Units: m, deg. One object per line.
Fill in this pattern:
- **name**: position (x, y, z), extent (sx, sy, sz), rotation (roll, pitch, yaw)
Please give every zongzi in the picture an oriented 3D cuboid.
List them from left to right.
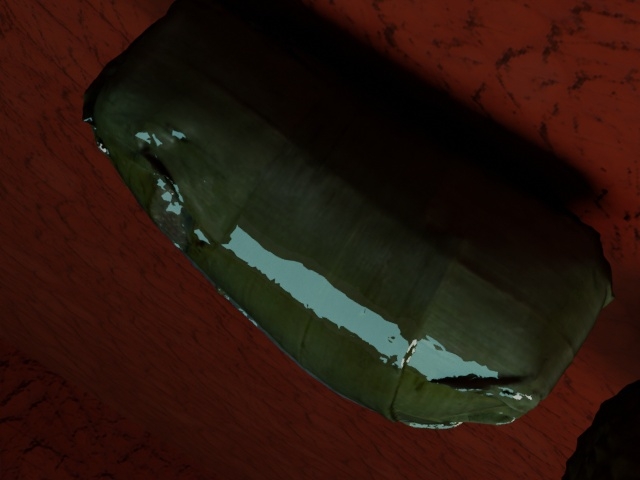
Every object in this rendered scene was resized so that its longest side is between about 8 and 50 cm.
- **zongzi**: position (0.000, 0.000, 1.320), extent (0.356, 0.174, 0.393), rotation (36, 170, 3)

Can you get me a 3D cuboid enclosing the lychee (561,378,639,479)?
- **lychee**: position (0.280, 0.211, 1.275), extent (0.260, 0.260, 0.260), rotation (30, 163, 10)
